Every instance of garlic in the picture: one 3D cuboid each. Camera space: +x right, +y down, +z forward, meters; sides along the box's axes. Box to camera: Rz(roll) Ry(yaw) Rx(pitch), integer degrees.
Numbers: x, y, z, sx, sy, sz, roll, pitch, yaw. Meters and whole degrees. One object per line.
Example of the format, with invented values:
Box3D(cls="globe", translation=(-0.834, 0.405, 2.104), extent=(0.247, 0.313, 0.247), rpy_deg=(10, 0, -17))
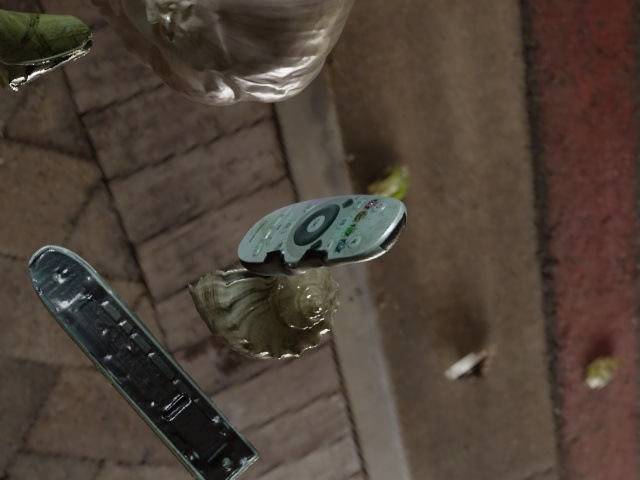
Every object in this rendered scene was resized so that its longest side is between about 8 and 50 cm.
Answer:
Box3D(cls="garlic", translation=(-0.098, -0.285, 1.548), extent=(0.259, 0.317, 0.317), rpy_deg=(-41, 157, -55))

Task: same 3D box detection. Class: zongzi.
Box3D(cls="zongzi", translation=(-0.268, -0.204, 1.412), extent=(0.104, 0.052, 0.113), rpy_deg=(-33, 149, -22))

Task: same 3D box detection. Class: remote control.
Box3D(cls="remote control", translation=(-0.001, -0.001, 1.499), extent=(0.045, 0.256, 0.097), rpy_deg=(47, 66, -22))

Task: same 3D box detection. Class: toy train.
Box3D(cls="toy train", translation=(-0.252, 0.170, 2.056), extent=(0.086, 0.407, 0.088), rpy_deg=(-41, -178, -14))

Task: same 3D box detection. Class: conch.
Box3D(cls="conch", translation=(-0.074, 0.066, 1.711), extent=(0.155, 0.207, 0.130), rpy_deg=(45, 65, -33))
